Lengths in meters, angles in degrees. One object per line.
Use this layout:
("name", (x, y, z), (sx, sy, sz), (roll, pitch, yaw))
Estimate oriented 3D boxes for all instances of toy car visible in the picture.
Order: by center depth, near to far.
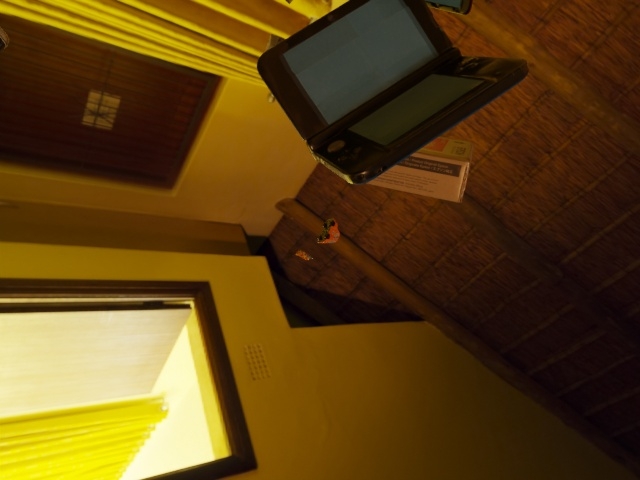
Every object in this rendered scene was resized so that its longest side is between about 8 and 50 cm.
("toy car", (0.000, 0.000, 0.942), (0.122, 0.041, 0.060), (-32, -145, 45))

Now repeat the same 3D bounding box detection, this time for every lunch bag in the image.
("lunch bag", (-0.086, -0.361, 0.840), (0.083, 0.053, 0.071), (-75, -173, -70))

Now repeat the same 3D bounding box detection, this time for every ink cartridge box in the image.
("ink cartridge box", (0.220, -0.170, 0.919), (0.194, 0.234, 0.088), (13, -65, 16))

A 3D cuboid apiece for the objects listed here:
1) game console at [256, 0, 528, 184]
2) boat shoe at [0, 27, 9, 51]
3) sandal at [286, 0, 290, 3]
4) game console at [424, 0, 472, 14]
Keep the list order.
("game console", (0.090, -0.251, 0.622), (0.293, 0.173, 0.250), (-34, -149, -4))
("boat shoe", (-0.722, -0.449, 0.857), (0.065, 0.183, 0.083), (1, -122, 20))
("sandal", (-0.037, -0.576, 0.945), (0.097, 0.055, 0.254), (-49, -164, 13))
("game console", (0.186, -0.459, 0.728), (0.144, 0.124, 0.085), (39, -63, 37))
